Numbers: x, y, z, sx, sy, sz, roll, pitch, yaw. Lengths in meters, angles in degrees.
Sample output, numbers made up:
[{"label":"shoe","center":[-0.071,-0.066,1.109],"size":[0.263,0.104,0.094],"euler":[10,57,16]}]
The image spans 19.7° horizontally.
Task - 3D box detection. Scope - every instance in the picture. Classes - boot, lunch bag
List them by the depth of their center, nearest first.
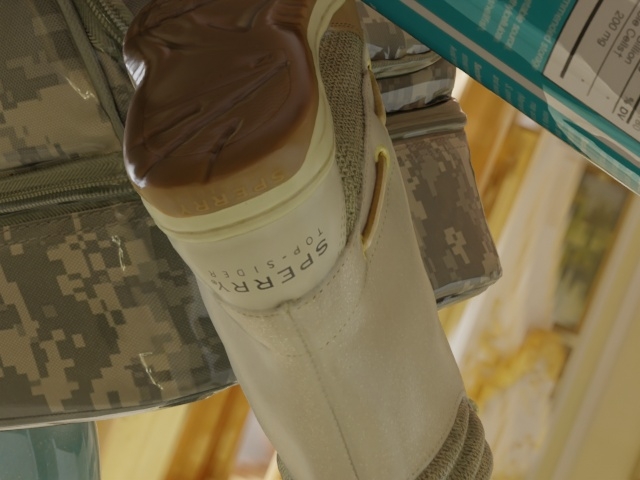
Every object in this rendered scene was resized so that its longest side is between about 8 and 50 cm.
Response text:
[{"label":"boot","center":[0.000,0.000,0.602],"size":[0.077,0.165,0.213],"euler":[-19,-155,10]},{"label":"lunch bag","center":[-0.075,-0.064,0.840],"size":[0.213,0.256,0.305],"euler":[-12,-178,35]}]

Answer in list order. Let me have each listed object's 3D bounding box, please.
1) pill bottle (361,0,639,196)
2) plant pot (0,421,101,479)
[{"label":"pill bottle","center":[0.125,-0.097,0.662],"size":[0.264,0.146,0.146],"euler":[37,-172,15]},{"label":"plant pot","center":[-0.267,0.176,1.287],"size":[0.196,0.293,0.293],"euler":[52,173,-19]}]
